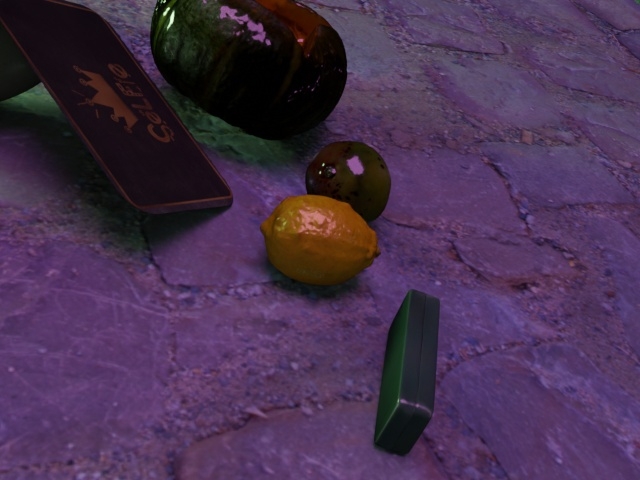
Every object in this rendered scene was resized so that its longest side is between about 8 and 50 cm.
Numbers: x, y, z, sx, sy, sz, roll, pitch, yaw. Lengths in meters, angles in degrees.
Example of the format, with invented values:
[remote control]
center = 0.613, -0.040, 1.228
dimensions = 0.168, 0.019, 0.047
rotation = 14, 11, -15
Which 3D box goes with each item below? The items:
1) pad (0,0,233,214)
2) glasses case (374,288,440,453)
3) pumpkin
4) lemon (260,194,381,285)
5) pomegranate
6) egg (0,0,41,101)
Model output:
[pad]
center = -0.236, -0.205, 1.019
dimensions = 0.375, 0.063, 0.315
rotation = 53, 21, 9
[glasses case]
center = 0.098, 0.140, 0.846
dimensions = 0.039, 0.078, 0.184
rotation = 20, 38, -3
[pumpkin]
center = -0.106, -0.288, 1.177
dimensions = 0.320, 0.192, 0.320
rotation = 26, 28, -15
[lemon]
center = 0.000, 0.000, 0.955
dimensions = 0.155, 0.114, 0.114
rotation = 14, 37, -12
[pomegranate]
center = 0.039, -0.076, 1.072
dimensions = 0.130, 0.130, 0.130
rotation = 11, 38, -9
[egg]
center = -0.494, -0.281, 1.020
dimensions = 0.295, 0.218, 0.218
rotation = 8, 38, -24
